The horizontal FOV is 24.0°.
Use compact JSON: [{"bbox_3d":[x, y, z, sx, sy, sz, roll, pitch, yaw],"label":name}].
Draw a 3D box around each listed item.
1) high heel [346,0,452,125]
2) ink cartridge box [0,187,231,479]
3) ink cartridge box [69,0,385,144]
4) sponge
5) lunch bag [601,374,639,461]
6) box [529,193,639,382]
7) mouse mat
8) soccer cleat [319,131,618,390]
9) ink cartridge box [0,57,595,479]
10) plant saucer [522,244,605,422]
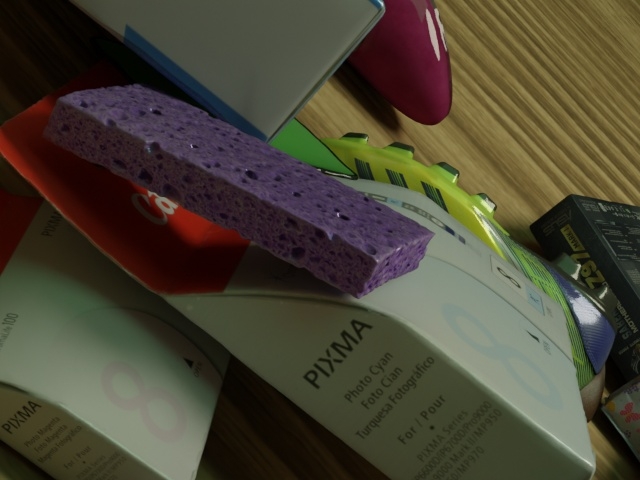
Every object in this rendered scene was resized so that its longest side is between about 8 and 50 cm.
[{"bbox_3d":[-0.036,-0.239,1.342,0.181,0.127,0.377,-32,84,-32],"label":"high heel"},{"bbox_3d":[-0.157,0.031,0.850,0.232,0.066,0.189,43,28,-17],"label":"ink cartridge box"},{"bbox_3d":[-0.103,-0.213,1.051,0.223,0.129,0.307,37,9,-20],"label":"ink cartridge box"},{"bbox_3d":[-0.044,-0.033,0.879,0.210,0.031,0.117,28,16,13],"label":"sponge"},{"bbox_3d":[0.293,0.155,1.293,0.083,0.071,0.053,54,17,4],"label":"lunch bag"},{"bbox_3d":[0.311,0.050,1.451,0.233,0.059,0.183,3,51,-58],"label":"box"},{"bbox_3d":[-0.071,-0.096,1.082,0.153,0.007,0.190,13,19,-34],"label":"mouse mat"},{"bbox_3d":[0.097,0.024,1.172,0.289,0.093,0.121,34,73,-1],"label":"soccer cleat"},{"bbox_3d":[0.000,0.000,0.976,0.385,0.091,0.308,40,16,-6],"label":"ink cartridge box"},{"bbox_3d":[0.182,0.066,1.293,0.199,0.036,0.198,35,31,-25],"label":"plant saucer"}]
